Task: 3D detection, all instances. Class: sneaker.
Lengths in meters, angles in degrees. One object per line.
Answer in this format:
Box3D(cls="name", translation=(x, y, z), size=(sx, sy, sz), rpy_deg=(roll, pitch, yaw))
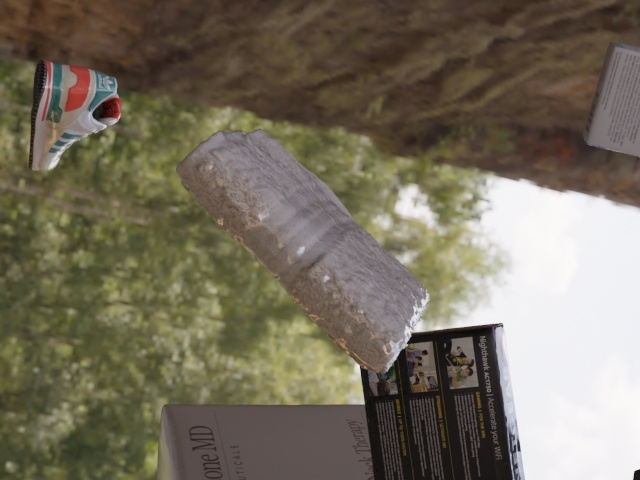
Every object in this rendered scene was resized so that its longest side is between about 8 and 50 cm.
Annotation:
Box3D(cls="sneaker", translation=(-0.214, -0.102, 1.106), size=(0.161, 0.075, 0.057), rpy_deg=(122, -32, -63))

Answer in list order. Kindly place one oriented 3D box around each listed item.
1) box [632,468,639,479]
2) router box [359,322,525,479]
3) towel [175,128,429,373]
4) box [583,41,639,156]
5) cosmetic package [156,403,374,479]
Box3D(cls="box", translation=(0.307, 0.221, 1.071), size=(0.052, 0.083, 0.062), rpy_deg=(29, -57, 53))
Box3D(cls="router box", translation=(0.111, 0.172, 1.161), size=(0.046, 0.133, 0.179), rpy_deg=(-3, 86, -69))
Box3D(cls="towel", translation=(0.000, 0.000, 0.910), size=(0.049, 0.187, 0.282), rpy_deg=(-46, 178, 8))
Box3D(cls="box", translation=(0.411, -0.169, 1.580), size=(0.072, 0.137, 0.126), rpy_deg=(-61, 165, -74))
Box3D(cls="cosmetic package", translation=(0.016, 0.398, 1.447), size=(0.329, 0.393, 0.327), rpy_deg=(-120, -147, -69))
